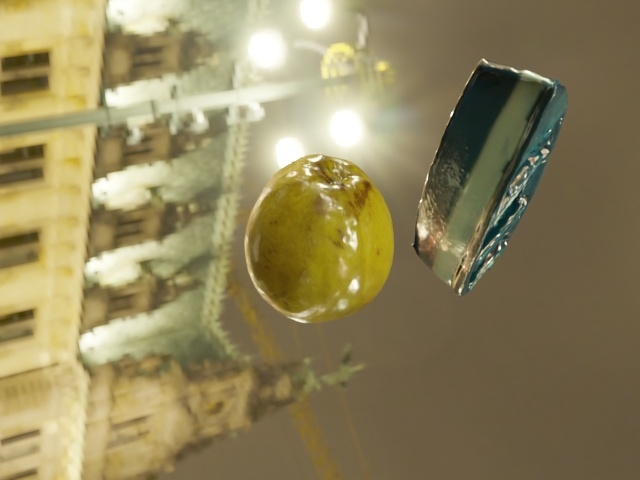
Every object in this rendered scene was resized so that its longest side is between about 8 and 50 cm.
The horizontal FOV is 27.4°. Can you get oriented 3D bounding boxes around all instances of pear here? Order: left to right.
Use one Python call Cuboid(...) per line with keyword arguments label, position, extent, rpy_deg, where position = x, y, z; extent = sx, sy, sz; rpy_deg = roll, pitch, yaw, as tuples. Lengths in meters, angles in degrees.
Cuboid(label="pear", position=(0.000, 0.000, 1.272), extent=(0.149, 0.149, 0.162), rpy_deg=(38, -48, 46))

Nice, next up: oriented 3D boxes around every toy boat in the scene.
Cuboid(label="toy boat", position=(0.121, -0.049, 0.957), extent=(0.062, 0.096, 0.299), rpy_deg=(37, -21, 13))
